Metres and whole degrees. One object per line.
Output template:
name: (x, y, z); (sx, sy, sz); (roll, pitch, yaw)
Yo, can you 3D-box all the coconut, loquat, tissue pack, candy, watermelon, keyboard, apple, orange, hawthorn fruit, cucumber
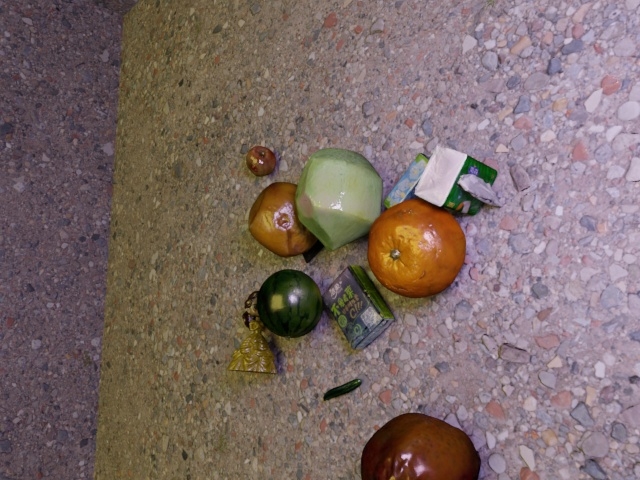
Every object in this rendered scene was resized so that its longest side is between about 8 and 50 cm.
coconut: (0.058, -0.123, 1.582); (0.282, 0.328, 0.327); (7, 87, 10)
loquat: (-0.127, -0.074, 1.792); (0.284, 0.276, 0.275); (-2, 81, 63)
tissue pack: (0.120, 0.219, 1.620); (0.173, 0.073, 0.235); (-52, 51, 25)
tissue pack: (0.390, -0.148, 1.324); (0.156, 0.209, 0.147); (32, 105, 40)
candy: (0.288, -0.167, 1.503); (0.194, 0.097, 0.062); (-55, 49, 24)
watermelon: (-0.108, 0.222, 1.725); (0.243, 0.243, 0.242); (-9, 77, 43)
keyboard: (0.000, 0.000, 1.816); (0.204, 0.013, 0.061); (-47, 54, 29)
apple: (-0.247, -0.329, 2.039); (0.125, 0.126, 0.102); (66, 151, 29)
orange: (0.269, 0.023, 1.398); (0.284, 0.226, 0.283); (4, 96, 41)
hawthorn fruit: (0.247, 0.594, 1.273); (0.309, 0.325, 0.308); (-21, 47, 24)
cucumber: (0.069, 0.502, 1.649); (0.184, 0.036, 0.032); (-34, 69, 35)

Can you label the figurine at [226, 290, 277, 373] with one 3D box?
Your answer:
figurine: (-0.249, 0.350, 1.906); (0.188, 0.168, 0.314); (3, 72, 2)
